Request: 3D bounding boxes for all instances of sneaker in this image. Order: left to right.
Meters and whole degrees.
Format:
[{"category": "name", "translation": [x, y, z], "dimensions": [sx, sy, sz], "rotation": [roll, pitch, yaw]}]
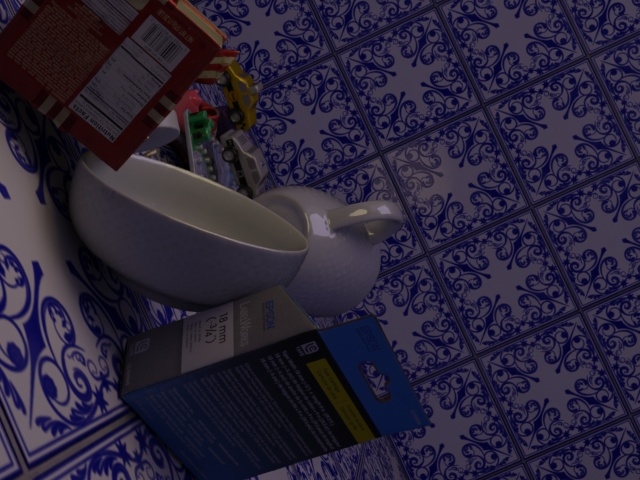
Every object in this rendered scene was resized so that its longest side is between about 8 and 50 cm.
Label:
[{"category": "sneaker", "translation": [-0.293, -0.261, 2.006], "dimensions": [0.314, 0.136, 0.115], "rotation": [56, 10, -66]}]

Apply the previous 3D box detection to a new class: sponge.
[{"category": "sponge", "translation": [-0.278, -0.284, 2.103], "dimensions": [0.210, 0.031, 0.117], "rotation": [5, -42, 44]}]

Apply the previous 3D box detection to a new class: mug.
[{"category": "mug", "translation": [0.000, 0.000, 1.795], "dimensions": [0.328, 0.374, 0.276], "rotation": [29, 43, -67]}]

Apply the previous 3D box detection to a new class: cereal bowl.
[{"category": "cereal bowl", "translation": [-0.196, 0.001, 1.159], "dimensions": [0.339, 0.141, 0.339], "rotation": [24, 11, -5]}]

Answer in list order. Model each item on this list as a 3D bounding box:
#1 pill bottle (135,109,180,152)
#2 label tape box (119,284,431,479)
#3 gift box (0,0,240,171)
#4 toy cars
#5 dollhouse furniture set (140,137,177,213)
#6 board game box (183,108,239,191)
[{"category": "pill bottle", "translation": [-0.342, -0.313, 1.438], "dimensions": [0.169, 0.169, 0.301], "rotation": [37, 37, -81]}, {"category": "label tape box", "translation": [-0.053, 0.186, 1.088], "dimensions": [0.105, 0.334, 0.240], "rotation": [-97, 164, -49]}, {"category": "gift box", "translation": [-0.264, -0.276, 1.146], "dimensions": [0.255, 0.276, 0.258], "rotation": [45, 7, -17]}, {"category": "toy cars", "translation": [-0.170, -0.262, 1.935], "dimensions": [0.176, 0.087, 0.393], "rotation": [45, 33, -61]}, {"category": "dollhouse furniture set", "translation": [-0.322, -0.104, 1.356], "dimensions": [0.181, 0.101, 0.161], "rotation": [64, -20, -10]}, {"category": "board game box", "translation": [-0.210, -0.067, 1.927], "dimensions": [0.390, 0.050, 0.389], "rotation": [48, 31, -74]}]
